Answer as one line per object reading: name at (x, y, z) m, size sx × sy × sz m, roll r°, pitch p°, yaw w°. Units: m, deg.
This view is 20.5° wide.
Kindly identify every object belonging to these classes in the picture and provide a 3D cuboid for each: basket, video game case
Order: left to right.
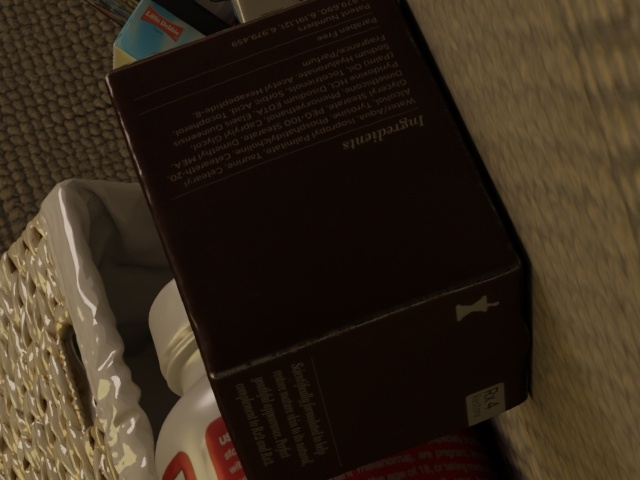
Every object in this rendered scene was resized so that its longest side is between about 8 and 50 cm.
video game case at (-0.157, -0.223, 1.827) m, size 0.275 × 0.035 × 0.248 m, roll 34°, pitch 175°, yaw -1°
basket at (-0.120, 0.154, 1.547) m, size 0.266 × 0.331 × 0.328 m, roll -42°, pitch 57°, yaw 36°

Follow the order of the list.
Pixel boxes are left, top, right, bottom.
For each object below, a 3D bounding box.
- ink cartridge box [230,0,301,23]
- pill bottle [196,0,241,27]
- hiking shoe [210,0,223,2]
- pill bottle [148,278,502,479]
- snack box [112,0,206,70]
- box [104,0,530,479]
ink cartridge box at (-0.060, -0.240, 1.431) m, size 0.088 × 0.052 × 0.122 m, roll -122°, pitch 15°, yaw -72°
pill bottle at (-0.132, -0.255, 2.033) m, size 0.152 × 0.086 × 0.086 m, roll 91°, pitch 159°, yaw -77°
hiking shoe at (-0.089, -0.273, 1.235) m, size 0.304 × 0.113 × 0.132 m, roll -115°, pitch 6°, yaw -52°
pill bottle at (0.020, 0.205, 1.229) m, size 0.229 × 0.229 × 0.408 m, roll 79°, pitch 170°, yaw -64°
snack box at (-0.114, -0.143, 1.748) m, size 0.187 × 0.060 × 0.322 m, roll 33°, pitch 175°, yaw -5°
box at (0.000, 0.000, 0.971) m, size 0.168 × 0.167 × 0.203 m, roll 78°, pitch 172°, yaw -59°
